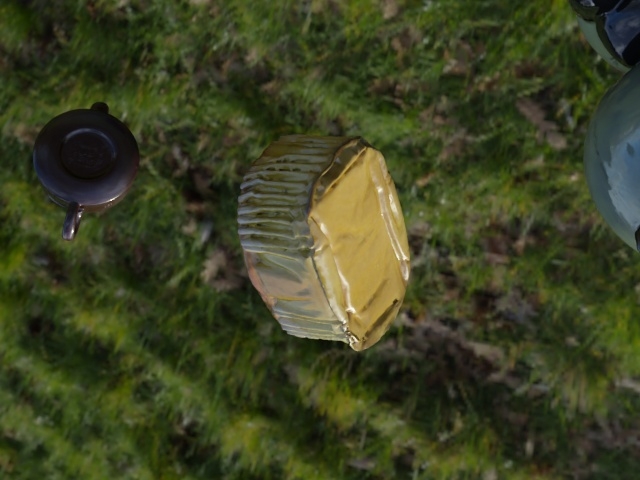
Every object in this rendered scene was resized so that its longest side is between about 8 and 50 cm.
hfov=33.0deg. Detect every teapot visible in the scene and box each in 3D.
[{"bbox_3d":[-0.155,-0.047,0.714,0.067,0.100,0.045,14,165,-9],"label":"teapot"}]

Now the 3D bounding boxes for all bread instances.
[{"bbox_3d":[0.000,0.000,0.928,0.114,0.132,0.191,6,132,36],"label":"bread"}]

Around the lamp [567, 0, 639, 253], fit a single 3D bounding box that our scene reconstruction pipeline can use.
[{"bbox_3d":[0.270,-0.094,0.759,0.197,0.244,0.198,-20,171,-3],"label":"lamp"}]
